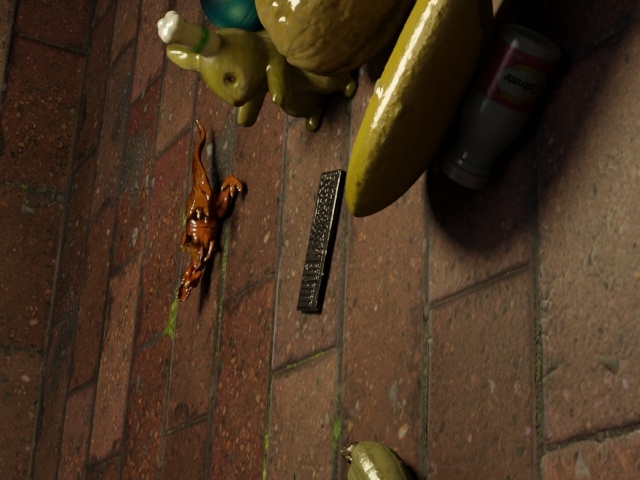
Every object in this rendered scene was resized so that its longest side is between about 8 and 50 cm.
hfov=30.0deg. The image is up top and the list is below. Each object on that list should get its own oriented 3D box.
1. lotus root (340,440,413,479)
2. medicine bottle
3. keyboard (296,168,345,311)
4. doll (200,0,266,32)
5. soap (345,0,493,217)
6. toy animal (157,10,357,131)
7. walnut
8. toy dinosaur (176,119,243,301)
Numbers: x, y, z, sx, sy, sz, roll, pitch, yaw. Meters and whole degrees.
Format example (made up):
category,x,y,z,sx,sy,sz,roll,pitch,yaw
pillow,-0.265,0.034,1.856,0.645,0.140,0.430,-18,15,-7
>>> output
category,x,y,z,sx,sy,sz,roll,pitch,yaw
lotus root,0.084,0.336,1.666,0.183,0.077,0.090,-129,47,-59
medicine bottle,0.236,-0.176,1.598,0.217,0.090,0.090,-66,28,23
keyboard,0.000,0.000,2.065,0.087,0.017,0.250,-3,74,64
doll,-0.141,-0.550,2.424,0.198,0.186,0.322,-3,72,63
soap,0.152,-0.220,1.644,0.427,0.115,0.306,-66,-7,24
toy animal,-0.122,-0.293,2.096,0.181,0.363,0.180,-30,67,61
walnut,0.019,-0.413,1.963,0.227,0.283,0.283,-109,37,-76
toy dinosaur,-0.235,-0.089,2.494,0.208,0.097,0.432,139,142,-63
